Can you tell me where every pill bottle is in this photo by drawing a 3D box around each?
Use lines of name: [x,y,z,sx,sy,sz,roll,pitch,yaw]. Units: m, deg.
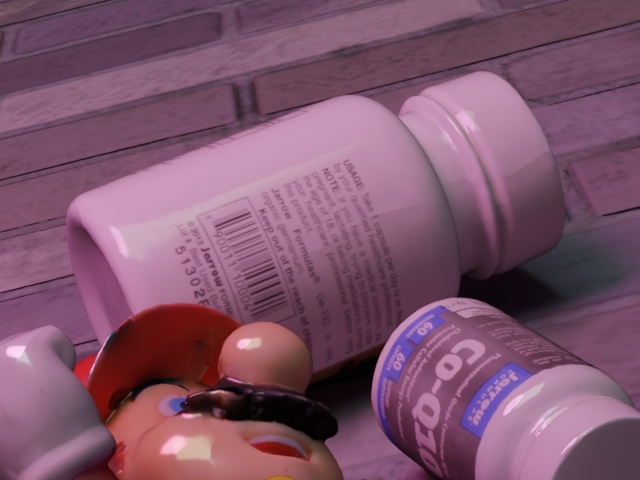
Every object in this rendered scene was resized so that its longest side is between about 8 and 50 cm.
pill bottle: [0.000,0.000,0.940,0.229,0.131,0.131,-22,25,-17]
pill bottle: [0.085,0.080,0.783,0.078,0.078,0.137,-23,25,-19]

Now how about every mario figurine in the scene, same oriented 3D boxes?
mario figurine: [-0.003,0.098,0.663,0.170,0.198,0.320,-36,34,-16]
